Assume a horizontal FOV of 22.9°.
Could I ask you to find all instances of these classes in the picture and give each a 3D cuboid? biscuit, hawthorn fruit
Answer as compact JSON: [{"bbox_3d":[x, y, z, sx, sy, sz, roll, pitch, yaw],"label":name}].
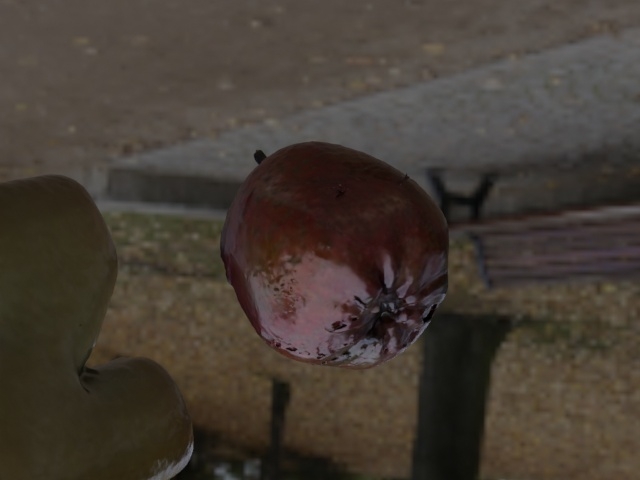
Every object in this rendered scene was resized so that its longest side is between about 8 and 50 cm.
[{"bbox_3d":[-0.190,0.077,0.996,0.062,0.236,0.291,-25,177,24],"label":"biscuit"},{"bbox_3d":[0.003,0.005,0.504,0.077,0.077,0.077,1,175,0],"label":"hawthorn fruit"}]
